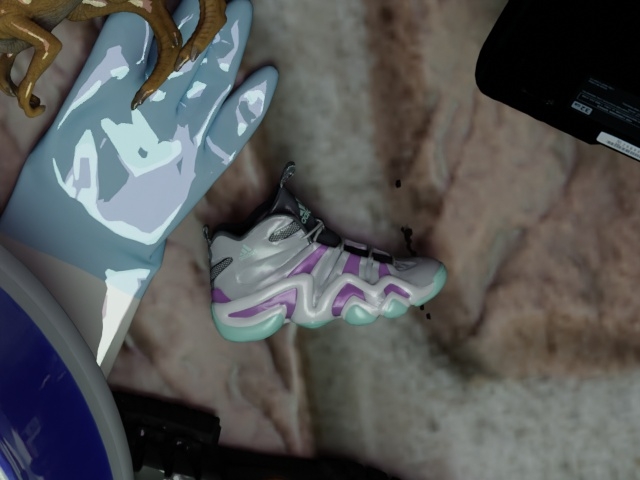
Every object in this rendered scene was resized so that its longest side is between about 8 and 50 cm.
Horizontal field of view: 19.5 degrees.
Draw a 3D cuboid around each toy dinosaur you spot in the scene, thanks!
[{"bbox_3d":[-0.082,-0.113,0.689,0.112,0.064,0.211,44,85,-10],"label":"toy dinosaur"}]

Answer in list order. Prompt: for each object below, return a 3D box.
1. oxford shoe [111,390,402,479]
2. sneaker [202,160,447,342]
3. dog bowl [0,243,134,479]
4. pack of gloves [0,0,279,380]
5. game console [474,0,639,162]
[{"bbox_3d":[-0.010,0.141,0.769,0.227,0.083,0.096,19,106,-1],"label":"oxford shoe"},{"bbox_3d":[0.000,0.000,0.755,0.098,0.038,0.069,-11,104,-5],"label":"sneaker"},{"bbox_3d":[-0.208,0.109,0.686,0.265,0.104,0.265,3,111,8],"label":"dog bowl"},{"bbox_3d":[-0.139,-0.033,0.729,0.195,0.046,0.232,28,98,-11],"label":"pack of gloves"},{"bbox_3d":[0.050,-0.146,0.619,0.361,0.044,0.213,25,143,-4],"label":"game console"}]
